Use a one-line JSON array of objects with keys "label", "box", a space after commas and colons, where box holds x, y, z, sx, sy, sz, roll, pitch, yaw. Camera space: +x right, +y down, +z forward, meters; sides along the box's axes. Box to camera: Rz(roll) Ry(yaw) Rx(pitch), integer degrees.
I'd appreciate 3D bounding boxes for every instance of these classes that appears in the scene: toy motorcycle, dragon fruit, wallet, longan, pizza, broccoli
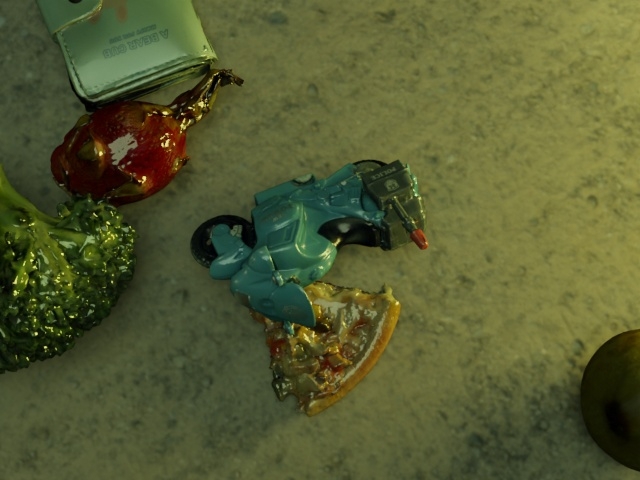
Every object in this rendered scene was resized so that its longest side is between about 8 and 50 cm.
[{"label": "toy motorcycle", "box": [0.000, 0.000, 1.291, 0.272, 0.123, 0.182, -23, 53, -10]}, {"label": "dragon fruit", "box": [-0.198, -0.126, 1.340, 0.246, 0.125, 0.125, -36, 80, -9]}, {"label": "wallet", "box": [-0.250, -0.294, 1.388, 0.176, 0.075, 0.250, -22, 83, -6]}, {"label": "longan", "box": [0.368, 0.175, 1.269, 0.176, 0.145, 0.154, -9, 108, -38]}, {"label": "pizza", "box": [-0.019, 0.090, 1.338, 0.195, 0.052, 0.185, 38, 83, 7]}, {"label": "broccoli", "box": [-0.364, 0.028, 1.280, 0.288, 0.248, 0.245, -9, 71, -42]}]
